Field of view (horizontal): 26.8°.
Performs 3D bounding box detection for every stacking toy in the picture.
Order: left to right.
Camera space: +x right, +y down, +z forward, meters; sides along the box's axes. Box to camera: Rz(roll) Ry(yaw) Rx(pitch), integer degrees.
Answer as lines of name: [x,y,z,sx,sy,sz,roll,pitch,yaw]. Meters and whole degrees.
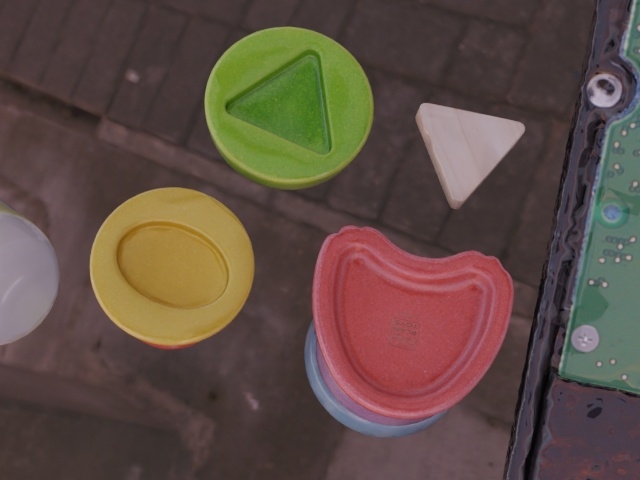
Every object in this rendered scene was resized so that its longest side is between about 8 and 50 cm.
stacking toy: [0.000,0.000,1.067,0.309,0.130,0.279,21,71,0]

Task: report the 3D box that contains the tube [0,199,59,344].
tube: [-0.192,-0.002,0.682,0.070,0.062,0.240,-60,27,-3]

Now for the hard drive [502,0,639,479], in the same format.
hard drive: [0.183,0.038,0.420,0.237,0.064,0.338,10,107,8]
